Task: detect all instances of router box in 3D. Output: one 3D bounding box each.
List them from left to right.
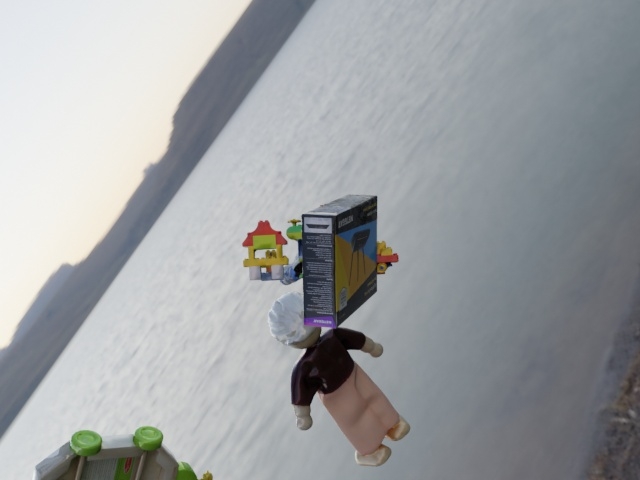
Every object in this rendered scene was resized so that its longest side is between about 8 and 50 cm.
[{"bbox_3d":[0.027,0.019,0.995,0.179,0.046,0.133,-29,-59,-68],"label":"router box"}]

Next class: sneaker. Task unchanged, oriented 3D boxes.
[{"bbox_3d":[-0.032,0.052,1.808,0.058,0.052,0.135,-11,29,50],"label":"sneaker"}]

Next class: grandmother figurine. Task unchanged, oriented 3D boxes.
[{"bbox_3d":[0.020,0.232,1.371,0.104,0.342,0.208,-9,31,45],"label":"grandmother figurine"}]

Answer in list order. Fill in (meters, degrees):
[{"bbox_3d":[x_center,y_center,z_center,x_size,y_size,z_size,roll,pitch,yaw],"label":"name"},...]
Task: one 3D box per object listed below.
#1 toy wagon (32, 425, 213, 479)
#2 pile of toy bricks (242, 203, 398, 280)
[{"bbox_3d":[-0.376,0.475,1.550,0.068,0.345,0.267,43,121,49],"label":"toy wagon"},{"bbox_3d":[0.000,0.000,1.147,0.118,0.212,0.105,68,-161,-86],"label":"pile of toy bricks"}]
